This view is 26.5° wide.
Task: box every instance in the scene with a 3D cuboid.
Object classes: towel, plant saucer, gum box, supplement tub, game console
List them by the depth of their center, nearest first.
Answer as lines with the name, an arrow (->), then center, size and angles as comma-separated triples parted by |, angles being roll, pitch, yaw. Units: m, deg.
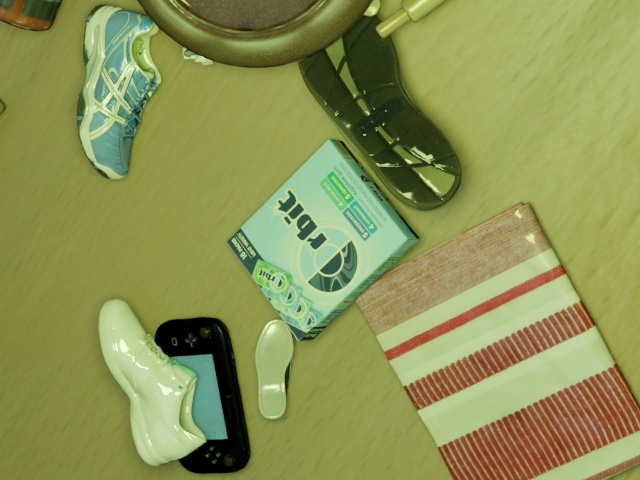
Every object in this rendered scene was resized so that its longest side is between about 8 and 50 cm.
plant saucer -> -0.078, -0.339, 1.475 | 0.311, 0.050, 0.310 | 2, 105, 8
towel -> 0.215, 0.149, 1.581 | 0.237, 0.037, 0.329 | -28, 92, 19
gum box -> 0.000, 0.000, 1.596 | 0.184, 0.041, 0.157 | -44, 71, 20
supplement tub -> -0.336, -0.357, 1.620 | 0.106, 0.106, 0.198 | 29, 107, 10
game console -> -0.148, 0.274, 1.713 | 0.213, 0.044, 0.361 | -7, 97, 18

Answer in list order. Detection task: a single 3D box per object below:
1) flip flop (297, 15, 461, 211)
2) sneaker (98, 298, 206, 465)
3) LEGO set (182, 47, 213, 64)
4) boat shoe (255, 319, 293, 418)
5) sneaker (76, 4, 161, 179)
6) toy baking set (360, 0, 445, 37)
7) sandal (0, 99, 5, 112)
flip flop -> 0.066, -0.148, 1.541 | 0.112, 0.080, 0.277 | -33, 77, -4
sneaker -> -0.199, 0.163, 1.663 | 0.094, 0.080, 0.212 | -21, 88, 20
LEGO set -> -0.150, -0.350, 1.587 | 0.132, 0.107, 0.287 | 0, 97, -18
boat shoe -> -0.056, 0.155, 1.664 | 0.046, 0.038, 0.125 | -1, 102, -2
sneaker -> -0.240, -0.176, 1.637 | 0.081, 0.080, 0.211 | 7, 103, 19
toy baking set -> 0.071, -0.329, 1.525 | 0.256, 0.030, 0.196 | -40, 75, 8
sandal -> -0.440, -0.098, 1.728 | 0.049, 0.072, 0.180 | 30, 104, -13
